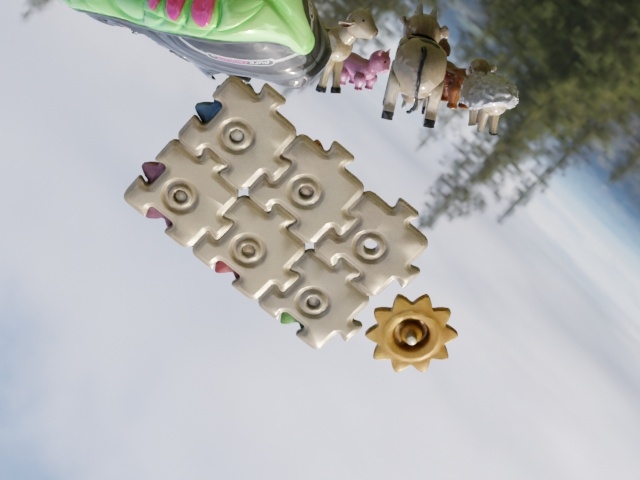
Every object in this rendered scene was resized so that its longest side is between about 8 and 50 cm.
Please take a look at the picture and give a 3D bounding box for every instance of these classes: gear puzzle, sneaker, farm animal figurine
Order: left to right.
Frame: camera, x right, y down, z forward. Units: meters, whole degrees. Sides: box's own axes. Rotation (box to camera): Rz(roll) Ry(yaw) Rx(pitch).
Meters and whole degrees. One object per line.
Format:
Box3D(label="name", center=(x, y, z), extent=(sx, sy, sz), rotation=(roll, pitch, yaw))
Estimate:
Box3D(label="sneaker", center=(-0.156, -0.274, 1.362), extent=(0.202, 0.185, 0.483), rotation=(46, 175, -39))
Box3D(label="gear puzzle", center=(0.000, 0.000, 1.083), extent=(0.339, 0.175, 0.044), rotation=(39, -158, -15))
Box3D(label="farm animal figurine", center=(0.133, -0.305, 1.943), extent=(0.330, 0.172, 0.327), rotation=(5, -160, -16))
